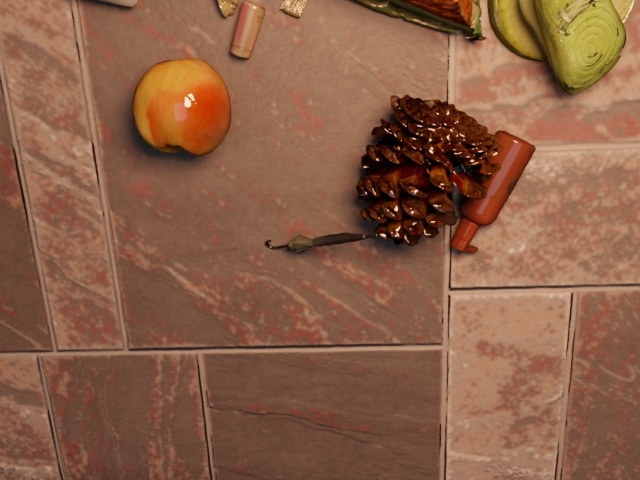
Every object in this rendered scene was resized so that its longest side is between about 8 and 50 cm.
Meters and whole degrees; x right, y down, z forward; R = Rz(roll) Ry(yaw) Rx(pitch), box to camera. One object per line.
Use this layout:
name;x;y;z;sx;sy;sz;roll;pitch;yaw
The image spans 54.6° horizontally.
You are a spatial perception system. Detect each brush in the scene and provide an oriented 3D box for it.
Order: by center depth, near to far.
brush;-0.021;-0.489;1.120;0.043;0.014;0.169;25;106;-4

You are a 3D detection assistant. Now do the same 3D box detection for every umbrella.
umbrella;0.002;0.003;1.217;0.269;0.044;0.044;-3;139;35

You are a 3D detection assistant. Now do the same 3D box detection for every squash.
squash;0.427;-0.440;1.097;0.252;0.049;0.252;1;109;2

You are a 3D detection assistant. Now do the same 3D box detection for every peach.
peach;-0.249;-0.243;1.129;0.184;0.184;0.184;1;108;2

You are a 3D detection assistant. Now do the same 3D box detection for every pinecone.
pinecone;0.183;-0.117;1.126;0.246;0.246;0.292;22;129;-5

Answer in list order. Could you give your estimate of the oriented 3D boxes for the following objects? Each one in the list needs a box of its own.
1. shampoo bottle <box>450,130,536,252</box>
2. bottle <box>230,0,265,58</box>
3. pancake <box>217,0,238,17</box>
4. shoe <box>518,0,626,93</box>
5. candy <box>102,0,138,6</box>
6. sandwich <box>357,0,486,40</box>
shampoo bottle;0.322;-0.089;1.200;0.085;0.085;0.244;22;110;-5
bottle;-0.134;-0.386;1.141;0.045;0.045;0.096;18;109;-4
pancake;-0.152;-0.544;1.054;0.257;0.056;0.212;-35;80;45
shoe;0.424;-0.373;1.037;0.140;0.128;0.262;-29;137;21
candy;-0.383;-0.514;1.094;0.138;0.071;0.174;9;108;-12
sandwich;0.155;-0.445;1.037;0.292;0.212;0.109;18;93;10
